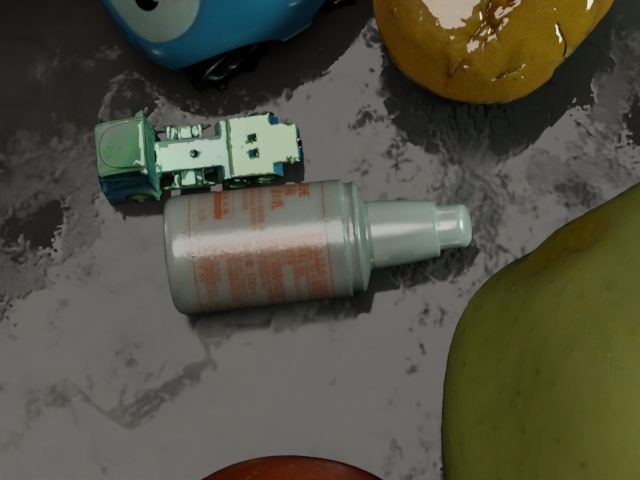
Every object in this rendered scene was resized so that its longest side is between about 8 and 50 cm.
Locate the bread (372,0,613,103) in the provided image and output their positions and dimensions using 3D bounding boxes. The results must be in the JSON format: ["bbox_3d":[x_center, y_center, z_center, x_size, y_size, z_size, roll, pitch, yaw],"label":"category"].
[{"bbox_3d":[0.151,-0.238,1.572,0.195,0.142,0.269,31,85,-2],"label":"bread"}]

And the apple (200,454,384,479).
[{"bbox_3d":[-0.023,0.283,1.417,0.216,0.260,0.260,5,77,29],"label":"apple"}]

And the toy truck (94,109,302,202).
[{"bbox_3d":[-0.105,-0.076,1.590,0.175,0.081,0.067,-6,79,2],"label":"toy truck"}]

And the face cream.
[{"bbox_3d":[0.000,0.000,1.556,0.252,0.101,0.101,-6,77,2],"label":"face cream"}]

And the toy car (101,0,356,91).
[{"bbox_3d":[-0.072,-0.261,1.576,0.255,0.190,0.188,-31,79,-3],"label":"toy car"}]

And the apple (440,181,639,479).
[{"bbox_3d":[0.311,0.172,1.332,0.474,0.473,0.473,-1,77,3],"label":"apple"}]
